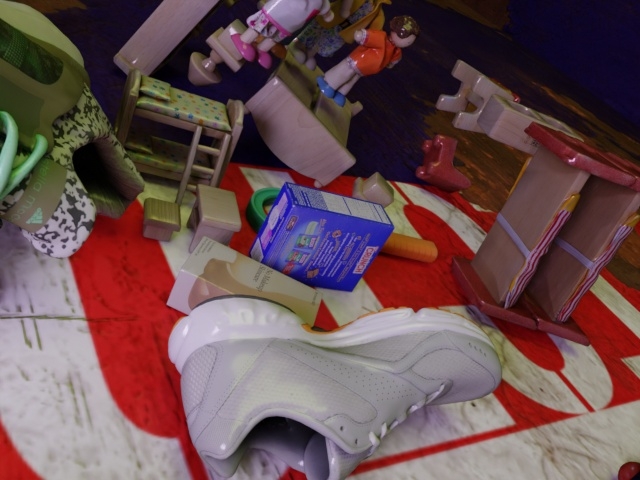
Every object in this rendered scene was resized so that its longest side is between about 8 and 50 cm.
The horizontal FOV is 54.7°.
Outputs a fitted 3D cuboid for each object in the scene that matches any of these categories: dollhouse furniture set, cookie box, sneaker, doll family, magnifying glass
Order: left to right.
[{"bbox_3d":[-0.210,-0.068,0.364,0.182,0.158,0.410,43,10,-1],"label":"sneaker"},{"bbox_3d":[-0.165,-0.084,0.566,0.181,0.101,0.161,12,34,-25],"label":"dollhouse furniture set"},{"bbox_3d":[-0.072,-0.190,0.851,0.355,0.173,0.303,45,27,-19],"label":"dollhouse furniture set"},{"bbox_3d":[0.000,0.000,0.585,0.107,0.092,0.040,11,37,-27],"label":"cookie box"},{"bbox_3d":[0.011,-0.268,0.694,0.263,0.163,0.118,4,54,-59],"label":"doll family"},{"bbox_3d":[0.028,-0.010,0.688,0.230,0.026,0.092,14,33,-24],"label":"magnifying glass"},{"bbox_3d":[0.025,0.118,0.442,0.262,0.099,0.121,5,45,-22],"label":"sneaker"},{"bbox_3d":[0.251,-0.070,0.802,0.152,0.201,0.374,17,26,-17],"label":"dollhouse furniture set"}]

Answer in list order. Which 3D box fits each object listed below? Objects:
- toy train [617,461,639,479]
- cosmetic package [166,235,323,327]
[{"bbox_3d":[0.331,0.230,0.507,0.248,0.105,0.143,-5,54,-43],"label":"toy train"},{"bbox_3d":[-0.060,0.048,0.512,0.115,0.041,0.060,25,30,-5],"label":"cosmetic package"}]
